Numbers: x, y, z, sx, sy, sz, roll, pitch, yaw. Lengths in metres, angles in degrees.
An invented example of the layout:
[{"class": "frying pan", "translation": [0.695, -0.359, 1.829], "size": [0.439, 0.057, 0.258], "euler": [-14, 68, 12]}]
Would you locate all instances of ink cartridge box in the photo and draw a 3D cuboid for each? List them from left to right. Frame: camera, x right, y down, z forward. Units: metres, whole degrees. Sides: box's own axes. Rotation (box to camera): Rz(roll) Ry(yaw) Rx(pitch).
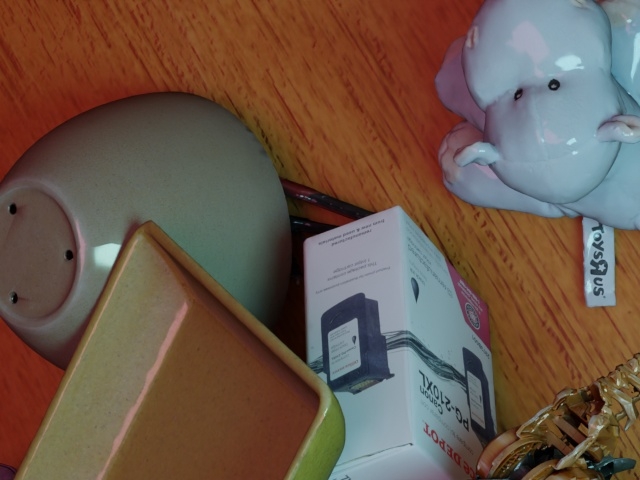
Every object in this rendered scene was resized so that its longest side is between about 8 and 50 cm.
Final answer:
[{"class": "ink cartridge box", "translation": [0.068, 0.121, 1.642], "size": [0.100, 0.172, 0.237], "euler": [-20, 48, 23]}]

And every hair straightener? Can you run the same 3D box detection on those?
[{"class": "hair straightener", "translation": [0.000, 0.000, 1.810], "size": [0.230, 0.047, 0.089], "euler": [19, 97, 21]}]

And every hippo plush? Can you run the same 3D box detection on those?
[{"class": "hippo plush", "translation": [0.172, -0.090, 1.615], "size": [0.234, 0.236, 0.294], "euler": [-11, 83, 25]}]

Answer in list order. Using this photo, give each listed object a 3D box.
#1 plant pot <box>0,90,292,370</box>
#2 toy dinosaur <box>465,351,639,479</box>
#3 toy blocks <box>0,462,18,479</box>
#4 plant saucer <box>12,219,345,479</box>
[{"class": "plant pot", "translation": [-0.195, 0.007, 1.789], "size": [0.284, 0.191, 0.284], "euler": [3, 95, 38]}, {"class": "toy dinosaur", "translation": [0.174, 0.206, 1.470], "size": [0.322, 0.218, 0.164], "euler": [-36, 50, 17]}, {"class": "toy blocks", "translation": [-0.464, 0.332, 1.901], "size": [0.309, 0.260, 0.288], "euler": [11, 93, 26]}, {"class": "plant saucer", "translation": [-0.114, 0.196, 1.591], "size": [0.333, 0.081, 0.333], "euler": [40, 107, 51]}]
